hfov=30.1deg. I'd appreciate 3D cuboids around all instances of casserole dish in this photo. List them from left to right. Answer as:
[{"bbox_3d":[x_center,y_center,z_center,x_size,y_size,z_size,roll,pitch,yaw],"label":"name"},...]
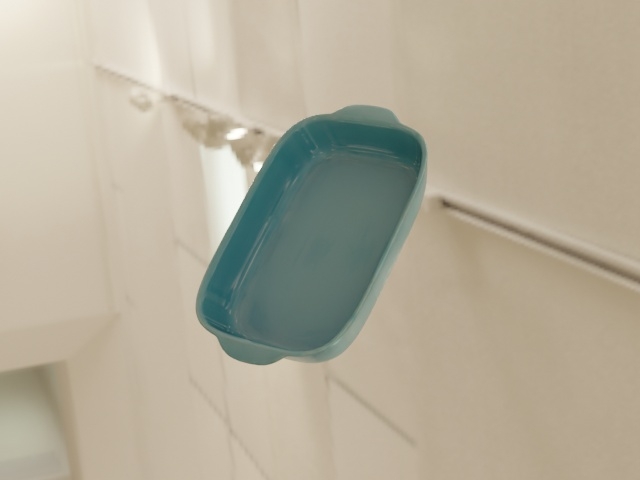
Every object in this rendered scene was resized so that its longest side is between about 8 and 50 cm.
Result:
[{"bbox_3d":[0.000,0.000,0.734,0.114,0.188,0.037,12,-26,31],"label":"casserole dish"}]
